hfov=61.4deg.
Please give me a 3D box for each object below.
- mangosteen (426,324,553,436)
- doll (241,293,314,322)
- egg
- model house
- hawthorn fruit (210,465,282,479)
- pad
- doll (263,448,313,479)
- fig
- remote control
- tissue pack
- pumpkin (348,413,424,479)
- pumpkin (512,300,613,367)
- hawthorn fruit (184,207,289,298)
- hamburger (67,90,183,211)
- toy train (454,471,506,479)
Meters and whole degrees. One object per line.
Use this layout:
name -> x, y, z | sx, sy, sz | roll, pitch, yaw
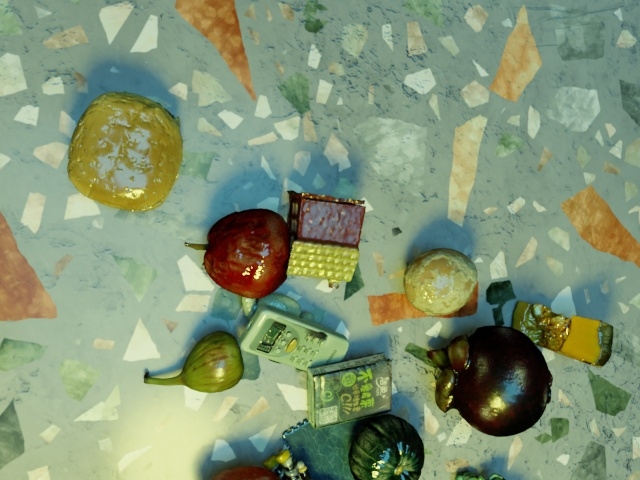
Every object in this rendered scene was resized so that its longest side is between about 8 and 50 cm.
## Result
mangosteen -> 0.472, 0.392, 1.537 | 0.347, 0.307, 0.307 | 8, 87, 13
doll -> -0.118, 0.195, 1.457 | 0.214, 0.071, 0.103 | 21, 85, -20
egg -> 0.344, 0.115, 1.535 | 0.233, 0.195, 0.195 | -27, 98, -37
model house -> 0.000, 0.000, 1.450 | 0.196, 0.160, 0.254 | 6, 89, -17
hawthorn fruit -> -0.188, 0.672, 1.341 | 0.231, 0.235, 0.263 | 40, 107, 18
pad -> 0.057, 0.599, 1.541 | 0.269, 0.012, 0.269 | -28, 97, -15
doll -> -0.027, 0.706, 1.463 | 0.145, 0.103, 0.316 | -36, 92, 3
fig -> -0.322, 0.333, 1.365 | 0.259, 0.151, 0.151 | -20, 95, -12
remote control -> -0.064, 0.277, 1.442 | 0.296, 0.056, 0.140 | 26, 106, -28
tissue pack -> 0.081, 0.414, 1.488 | 0.235, 0.073, 0.173 | -8, 109, -18
pumpkin -> 0.184, 0.597, 1.490 | 0.220, 0.162, 0.220 | -4, 102, -18
pumpkin -> 0.757, 0.289, 1.656 | 0.280, 0.190, 0.139 | 18, 86, -15
hawthorn fruit -> -0.210, 0.031, 1.371 | 0.266, 0.210, 0.230 | 3, 84, 1
hamburger -> -0.472, -0.217, 1.321 | 0.259, 0.144, 0.283 | 9, 82, -13
toy train -> 0.468, 0.841, 1.594 | 0.299, 0.167, 0.238 | -45, 112, -10
